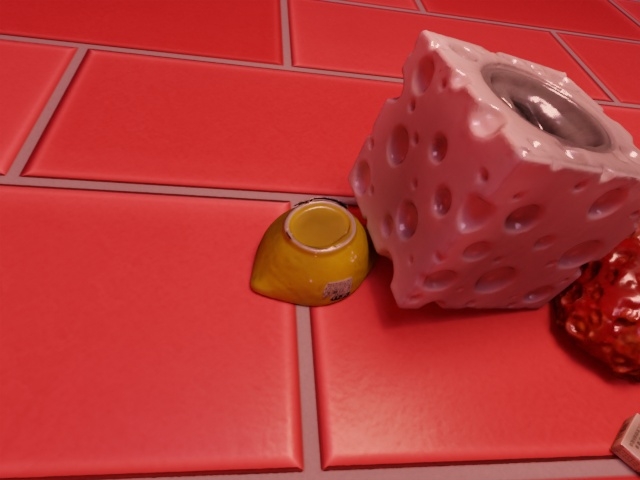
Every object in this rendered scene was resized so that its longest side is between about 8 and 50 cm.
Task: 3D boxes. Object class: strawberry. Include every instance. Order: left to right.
[{"bbox_3d":[0.457,0.035,0.621,0.265,0.149,0.336,39,53,20],"label":"strawberry"}]

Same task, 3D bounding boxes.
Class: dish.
[{"bbox_3d":[0.000,0.000,0.603,0.208,0.080,0.149,-29,60,-30],"label":"dish"}]

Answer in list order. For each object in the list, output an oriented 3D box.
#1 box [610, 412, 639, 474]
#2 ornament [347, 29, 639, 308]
[{"bbox_3d":[0.371,0.240,0.501,0.054,0.024,0.083,-31,61,-34],"label":"box"},{"bbox_3d":[0.211,-0.075,0.579,0.240,0.239,0.239,4,47,-23],"label":"ornament"}]
